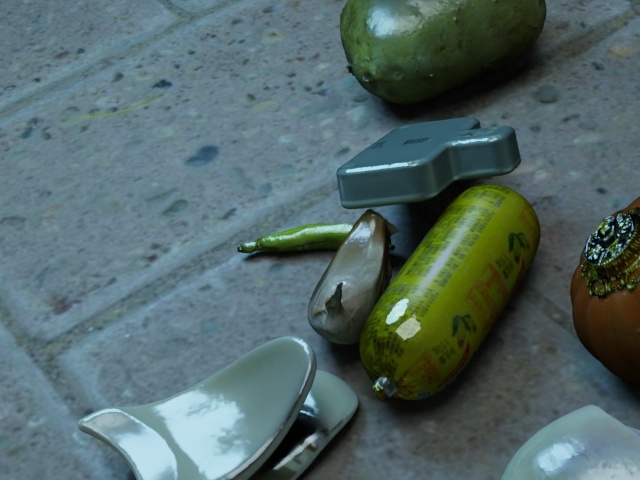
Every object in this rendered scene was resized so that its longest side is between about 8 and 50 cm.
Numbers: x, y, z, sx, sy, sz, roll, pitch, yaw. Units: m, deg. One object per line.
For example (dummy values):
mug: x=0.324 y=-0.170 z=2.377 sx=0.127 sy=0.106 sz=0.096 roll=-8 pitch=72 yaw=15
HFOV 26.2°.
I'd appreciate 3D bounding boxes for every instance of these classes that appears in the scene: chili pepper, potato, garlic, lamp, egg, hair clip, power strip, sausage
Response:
chili pepper: x=0.000 y=-0.001 z=1.728 sx=0.208 sy=0.043 sz=0.049 roll=0 pitch=67 yaw=20
potato: x=0.170 y=-0.304 z=1.926 sx=0.307 sy=0.173 sz=0.210 roll=-17 pitch=39 yaw=-9
garlic: x=0.032 y=0.055 z=1.573 sx=0.090 sy=0.129 sz=0.198 roll=20 pitch=29 yaw=11
lamp: x=0.368 y=0.048 z=1.463 sx=0.223 sy=0.196 sz=0.223 roll=-39 pitch=30 yaw=28
egg: x=0.256 y=0.248 z=1.241 sx=0.206 sy=0.162 sz=0.271 roll=-47 pitch=30 yaw=-18
hair clip: x=-0.093 y=0.202 z=1.477 sx=0.282 sy=0.113 sz=0.172 roll=-32 pitch=44 yaw=-14
power strip: x=0.146 y=-0.099 z=1.693 sx=0.193 sy=0.059 sz=0.265 roll=-6 pitch=13 yaw=23
sausage: x=0.150 y=0.055 z=1.561 sx=0.123 sy=0.123 sz=0.347 roll=15 pitch=48 yaw=28
